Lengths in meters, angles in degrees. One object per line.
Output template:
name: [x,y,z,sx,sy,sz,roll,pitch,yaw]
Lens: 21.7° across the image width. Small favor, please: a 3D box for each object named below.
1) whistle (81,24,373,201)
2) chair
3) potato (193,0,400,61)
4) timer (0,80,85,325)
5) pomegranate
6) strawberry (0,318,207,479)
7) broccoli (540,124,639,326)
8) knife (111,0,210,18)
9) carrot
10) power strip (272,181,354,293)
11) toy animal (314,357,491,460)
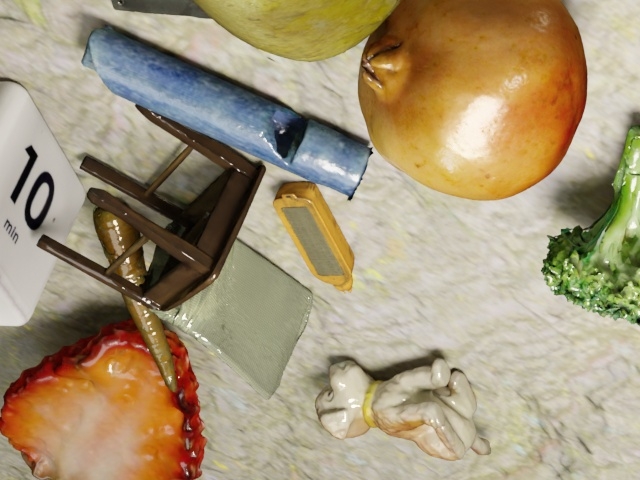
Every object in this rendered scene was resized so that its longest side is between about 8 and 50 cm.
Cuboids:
whistle: [-0.096,-0.128,1.672,0.304,0.062,0.062,24,143,-7]
chair: [-0.119,0.016,1.788,0.319,0.160,0.186,33,143,-15]
potato: [-0.016,-0.287,1.290,0.219,0.270,0.359,33,172,18]
timer: [-0.397,-0.039,1.807,0.194,0.195,0.192,1,140,24]
pomegranate: [0.132,-0.133,1.446,0.209,0.209,0.209,12,143,9]
strawberry: [-0.251,0.202,2.112,0.265,0.149,0.336,29,132,-5]
broccoli: [0.309,-0.016,1.576,0.219,0.194,0.194,20,151,40]
knife: [-0.093,-0.233,1.572,0.245,0.019,0.072,8,141,18]
carrot: [-0.207,0.065,1.917,0.049,0.049,0.254,-5,114,28]
power strip: [0.000,0.000,1.821,0.049,0.028,0.178,-2,138,26]
toy animal: [0.095,0.218,2.006,0.185,0.104,0.184,-9,143,26]
